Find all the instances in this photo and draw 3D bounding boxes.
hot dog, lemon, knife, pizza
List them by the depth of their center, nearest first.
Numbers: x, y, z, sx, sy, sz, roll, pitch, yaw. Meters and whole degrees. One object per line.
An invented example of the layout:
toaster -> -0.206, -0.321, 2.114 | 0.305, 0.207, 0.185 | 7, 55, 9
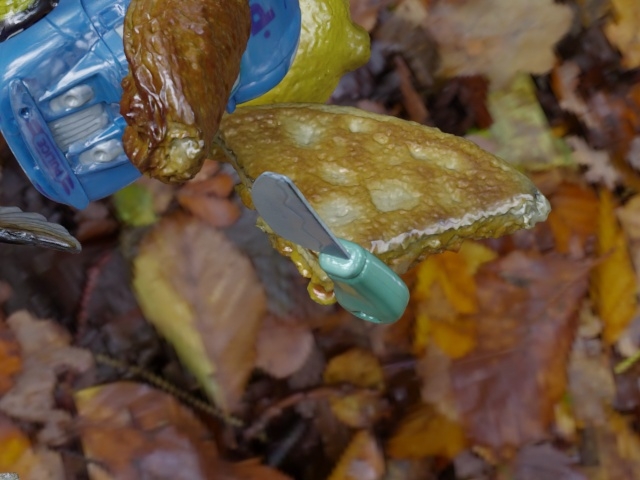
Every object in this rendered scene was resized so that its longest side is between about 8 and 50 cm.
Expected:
hot dog -> -0.047, -0.055, 0.545 | 0.035, 0.058, 0.083 | 9, 44, 5
knife -> -0.001, 0.000, 1.128 | 0.035, 0.063, 0.260 | -66, 152, -13
pizza -> 0.048, -0.064, 1.597 | 0.268, 0.087, 0.258 | -18, 49, -22
lemon -> -0.098, -0.247, 1.959 | 0.319, 0.245, 0.245 | 5, 77, -2

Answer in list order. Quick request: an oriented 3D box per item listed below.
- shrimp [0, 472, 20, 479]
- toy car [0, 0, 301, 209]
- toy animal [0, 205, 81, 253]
shrimp -> -0.400, 0.265, 1.700 | 0.180, 0.099, 0.041 | -6, 74, -15
toy car -> -0.143, -0.163, 1.430 | 0.314, 0.166, 0.198 | -32, 128, -12
toy animal -> -0.319, -0.041, 1.046 | 0.197, 0.272, 0.160 | 11, 65, -51
